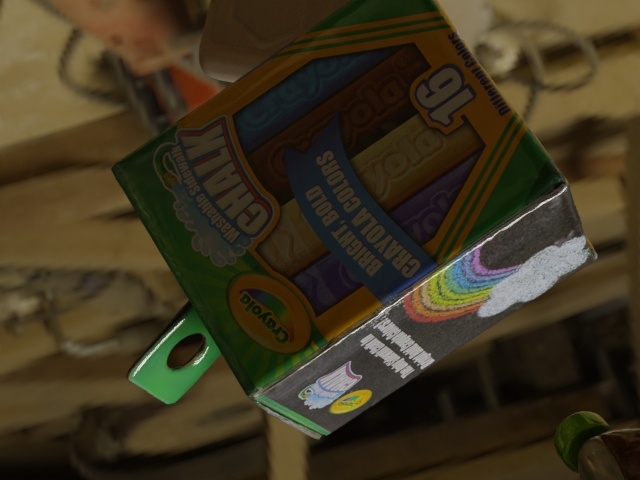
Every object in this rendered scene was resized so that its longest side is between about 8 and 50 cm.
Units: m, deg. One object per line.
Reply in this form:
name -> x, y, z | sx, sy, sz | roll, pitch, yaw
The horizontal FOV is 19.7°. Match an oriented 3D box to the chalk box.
chalk box -> 0.000, 0.000, 1.167 | 0.289, 0.179, 0.180 | -33, 160, 4

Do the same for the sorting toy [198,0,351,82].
sorting toy -> 0.009, -0.221, 1.519 | 0.193, 0.208, 0.038 | 12, 180, 19

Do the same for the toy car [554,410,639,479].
toy car -> 0.318, 0.206, 1.565 | 0.188, 0.155, 0.149 | -20, 117, -8
